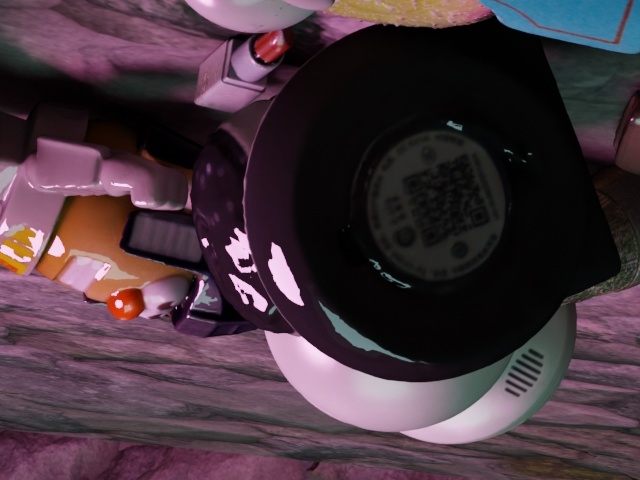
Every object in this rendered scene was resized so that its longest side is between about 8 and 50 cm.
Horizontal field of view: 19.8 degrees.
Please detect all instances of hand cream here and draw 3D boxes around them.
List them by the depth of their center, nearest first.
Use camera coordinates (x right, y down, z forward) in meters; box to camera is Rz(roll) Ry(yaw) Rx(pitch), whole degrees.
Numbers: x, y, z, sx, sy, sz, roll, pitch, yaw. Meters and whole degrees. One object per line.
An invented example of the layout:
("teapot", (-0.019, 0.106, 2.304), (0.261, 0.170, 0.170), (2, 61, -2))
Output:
("hand cream", (0.145, 0.018, 1.223), (0.203, 0.084, 0.084), (-24, -173, -34))

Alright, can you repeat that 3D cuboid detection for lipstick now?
("lipstick", (-0.042, -0.109, 1.121), (0.030, 0.030, 0.129), (13, 166, -19))

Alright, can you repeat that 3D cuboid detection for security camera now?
("security camera", (0.024, -0.024, 1.094), (0.191, 0.197, 0.277), (-24, -171, -14))
("security camera", (0.066, 0.050, 1.322), (0.194, 0.195, 0.236), (2, 174, 26))

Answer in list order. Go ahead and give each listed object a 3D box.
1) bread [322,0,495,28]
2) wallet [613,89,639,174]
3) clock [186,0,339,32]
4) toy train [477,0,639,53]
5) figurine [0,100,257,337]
("bread", (-0.008, -0.146, 0.875), (0.228, 0.034, 0.228), (15, 173, 2))
("wallet", (0.262, -0.055, 1.146), (0.152, 0.039, 0.118), (11, 164, 3))
("clock", (0.004, -0.158, 0.628), (0.092, 0.162, 0.166), (19, 162, -29))
("toy train", (0.138, -0.142, 0.722), (0.163, 0.112, 0.203), (13, 164, 6))
("figurine", (-0.166, -0.025, 1.300), (0.308, 0.143, 0.308), (15, -177, -1))
